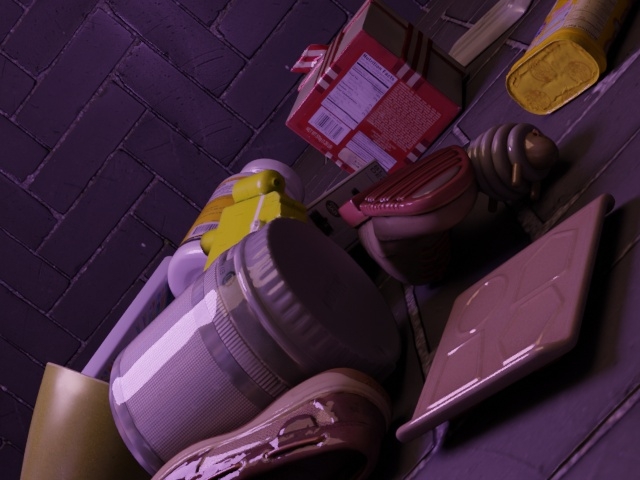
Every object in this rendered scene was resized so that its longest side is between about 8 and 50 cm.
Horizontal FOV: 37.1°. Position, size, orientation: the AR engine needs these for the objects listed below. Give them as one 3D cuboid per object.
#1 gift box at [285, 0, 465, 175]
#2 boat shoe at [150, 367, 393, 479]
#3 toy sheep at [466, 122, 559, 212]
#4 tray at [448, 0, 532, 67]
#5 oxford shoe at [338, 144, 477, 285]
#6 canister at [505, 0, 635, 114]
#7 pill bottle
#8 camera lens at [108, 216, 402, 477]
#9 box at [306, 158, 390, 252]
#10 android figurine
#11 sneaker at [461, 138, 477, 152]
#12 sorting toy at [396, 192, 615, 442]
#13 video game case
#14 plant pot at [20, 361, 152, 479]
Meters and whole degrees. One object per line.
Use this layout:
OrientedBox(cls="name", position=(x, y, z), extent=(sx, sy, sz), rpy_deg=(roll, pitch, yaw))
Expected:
OrientedBox(cls="gift box", position=(0.083, -0.259, 1.706), extent=(0.276, 0.255, 0.258), rpy_deg=(-42, 15, 26))
OrientedBox(cls="boat shoe", position=(-0.072, 0.257, 0.905), extent=(0.342, 0.123, 0.123), rpy_deg=(-36, 21, 20))
OrientedBox(cls="toy sheep", position=(0.196, -0.080, 1.016), extent=(0.132, 0.091, 0.091), rpy_deg=(-13, 35, 45))
OrientedBox(cls="tray", position=(0.316, -0.403, 1.822), extent=(0.270, 0.030, 0.145), rpy_deg=(-39, 14, 51))
OrientedBox(cls="oxford shoe", position=(0.116, -0.018, 1.057), extent=(0.123, 0.130, 0.348), rpy_deg=(-31, 3, -5))
OrientedBox(cls="canister", position=(0.307, -0.246, 1.151), extent=(0.170, 0.073, 0.126), rpy_deg=(-56, 11, -33))
OrientedBox(cls="pill bottle", position=(-0.144, -0.009, 1.814), extent=(0.188, 0.188, 0.334), rpy_deg=(-43, 14, 40))
OrientedBox(cls="camera lens", position=(-0.076, 0.136, 1.037), extent=(0.274, 0.219, 0.219), rpy_deg=(-43, 12, 21))
OrientedBox(cls="box", position=(0.000, 0.000, 1.408), extent=(0.169, 0.087, 0.290), rpy_deg=(-45, -3, 35))
OrientedBox(cls="android figurine", position=(-0.100, 0.027, 1.240), extent=(0.273, 0.056, 0.248), rpy_deg=(-11, 59, 61))
OrientedBox(cls="sneaker", position=(0.135, -0.065, 1.248), extent=(0.215, 0.083, 0.084), rpy_deg=(-43, 11, 34))
OrientedBox(cls="sorting toy", position=(0.160, 0.069, 0.793), extent=(0.193, 0.038, 0.208), rpy_deg=(-42, 9, 44))
OrientedBox(cls="video game case", position=(-0.310, 0.244, 1.748), extent=(0.329, 0.036, 0.300), rpy_deg=(-61, -29, -46))
OrientedBox(cls="plant pot", position=(-0.296, 0.350, 1.287), extent=(0.294, 0.274, 0.275), rpy_deg=(-69, 14, -14))
